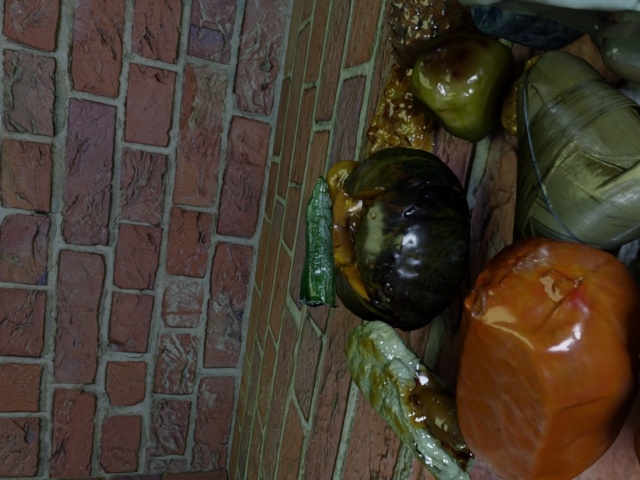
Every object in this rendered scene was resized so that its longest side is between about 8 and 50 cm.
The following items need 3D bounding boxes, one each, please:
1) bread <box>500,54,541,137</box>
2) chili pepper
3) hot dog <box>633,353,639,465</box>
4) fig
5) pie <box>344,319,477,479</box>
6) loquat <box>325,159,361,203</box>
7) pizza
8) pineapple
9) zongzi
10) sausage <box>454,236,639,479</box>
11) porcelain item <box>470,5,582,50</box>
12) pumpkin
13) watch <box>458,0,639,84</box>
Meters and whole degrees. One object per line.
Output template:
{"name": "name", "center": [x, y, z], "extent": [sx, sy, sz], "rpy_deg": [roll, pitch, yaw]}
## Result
{"name": "bread", "center": [0.281, -0.189, 0.567], "extent": [0.083, 0.044, 0.110], "rpy_deg": [-101, 22, -45]}
{"name": "chili pepper", "center": [0.000, 0.000, 0.741], "extent": [0.088, 0.059, 0.226], "rpy_deg": [169, 104, -69]}
{"name": "hot dog", "center": [0.298, 0.091, 0.245], "extent": [0.256, 0.153, 0.150], "rpy_deg": [114, 154, -44]}
{"name": "fig", "center": [0.210, -0.224, 0.631], "extent": [0.154, 0.165, 0.144], "rpy_deg": [-9, 42, 53]}
{"name": "pie", "center": [0.129, 0.252, 0.656], "extent": [0.274, 0.106, 0.257], "rpy_deg": [45, 156, 39]}
{"name": "loquat", "center": [0.071, -0.135, 1.094], "extent": [0.137, 0.113, 0.137], "rpy_deg": [28, 124, 51]}
{"name": "pizza", "center": [0.164, -0.240, 0.883], "extent": [0.226, 0.086, 0.335], "rpy_deg": [-103, 28, -49]}
{"name": "pineapple", "center": [0.208, -0.476, 0.714], "extent": [0.165, 0.166, 0.364], "rpy_deg": [-160, 78, -72]}
{"name": "zongzi", "center": [0.255, -0.061, 0.498], "extent": [0.242, 0.112, 0.220], "rpy_deg": [117, 151, -50]}
{"name": "sausage", "center": [0.215, 0.126, 0.424], "extent": [0.153, 0.141, 0.267], "rpy_deg": [37, 143, 48]}
{"name": "porcelain item", "center": [0.268, -0.324, 0.536], "extent": [0.147, 0.114, 0.147], "rpy_deg": [-173, 90, -72]}
{"name": "pumpkin", "center": [0.125, -0.006, 0.750], "extent": [0.320, 0.192, 0.320], "rpy_deg": [-176, 90, -74]}
{"name": "watch", "center": [0.252, -0.224, 0.348], "extent": [0.253, 0.241, 0.161], "rpy_deg": [-117, 39, -59]}
